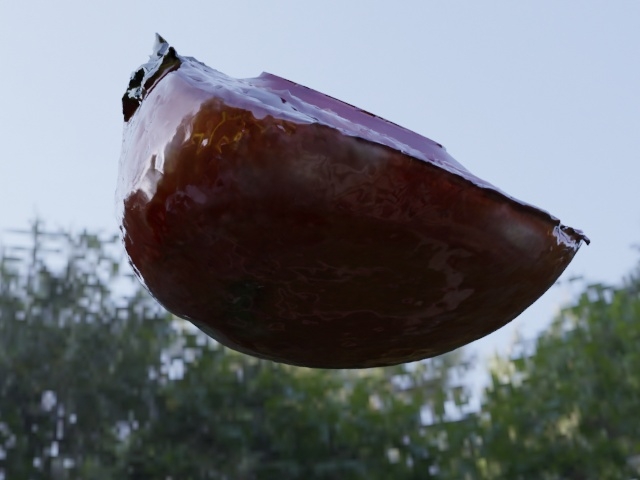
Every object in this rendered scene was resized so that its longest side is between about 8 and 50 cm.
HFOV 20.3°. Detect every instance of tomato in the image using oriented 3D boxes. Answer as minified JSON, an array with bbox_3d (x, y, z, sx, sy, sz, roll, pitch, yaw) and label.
[{"bbox_3d":[0.000,0.000,0.656,0.173,0.189,0.099,23,-84,-15],"label":"tomato"}]
